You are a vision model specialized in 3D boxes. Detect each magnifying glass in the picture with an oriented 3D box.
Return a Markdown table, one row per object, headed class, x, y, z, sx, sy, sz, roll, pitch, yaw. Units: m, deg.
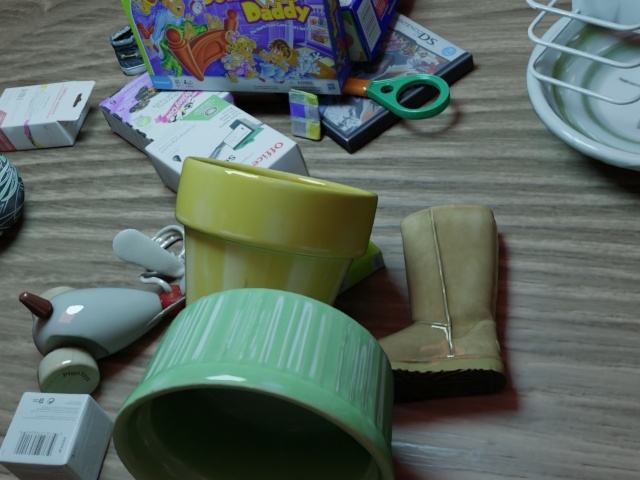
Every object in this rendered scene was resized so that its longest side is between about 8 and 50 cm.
| class | x | y | z | sx | sy | sz | roll | pitch | yaw |
| --- | --- | --- | --- | --- | --- | --- | --- | --- | --- |
| magnifying glass | 0.103 | -0.246 | 1.362 | 0.231 | 0.026 | 0.092 | 15 | 57 | 25 |

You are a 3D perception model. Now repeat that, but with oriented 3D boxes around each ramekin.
| class | x | y | z | sx | sy | sz | roll | pitch | yaw |
| --- | --- | --- | --- | --- | --- | --- | --- | --- | --- |
| ramekin | -0.060 | 0.192 | 0.916 | 0.304 | 0.303 | 0.148 | -1 | 43 | 16 |

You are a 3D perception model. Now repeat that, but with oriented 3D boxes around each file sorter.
| class | x | y | z | sx | sy | sz | roll | pitch | yaw |
| --- | --- | --- | --- | --- | --- | --- | --- | --- | --- |
| file sorter | 0.386 | -0.352 | 1.109 | 0.193 | 0.277 | 0.173 | 29 | 66 | 34 |

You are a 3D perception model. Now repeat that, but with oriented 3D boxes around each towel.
| class | x | y | z | sx | sy | sz | roll | pitch | yaw |
| --- | --- | --- | --- | --- | --- | --- | --- | --- | --- |
| towel | -0.026 | -0.208 | 1.377 | 0.060 | 0.083 | 0.009 | 19 | 39 | 28 |

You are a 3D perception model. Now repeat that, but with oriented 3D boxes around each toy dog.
| class | x | y | z | sx | sy | sz | roll | pitch | yaw |
| --- | --- | --- | --- | --- | --- | --- | --- | --- | --- |
| toy dog | -0.283 | 0.074 | 1.164 | 0.334 | 0.161 | 0.220 | -42 | 52 | -18 |

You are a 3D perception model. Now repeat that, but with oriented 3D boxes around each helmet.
| class | x | y | z | sx | sy | sz | roll | pitch | yaw |
| --- | --- | --- | --- | --- | --- | --- | --- | --- | --- |
| helmet | -0.578 | -0.076 | 1.378 | 0.162 | 0.169 | 0.169 | -15 | 46 | 27 |

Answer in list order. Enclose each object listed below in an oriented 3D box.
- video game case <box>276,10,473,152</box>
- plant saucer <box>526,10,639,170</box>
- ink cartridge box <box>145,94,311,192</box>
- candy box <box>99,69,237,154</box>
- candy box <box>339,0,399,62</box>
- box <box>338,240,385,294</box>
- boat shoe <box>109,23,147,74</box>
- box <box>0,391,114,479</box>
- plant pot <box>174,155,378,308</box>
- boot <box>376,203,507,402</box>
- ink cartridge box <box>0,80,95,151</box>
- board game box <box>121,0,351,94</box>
| class | x | y | z | sx | sy | sz | roll | pitch | yaw |
| --- | --- | --- | --- | --- | --- | --- | --- | --- | --- |
| video game case | 0.083 | -0.294 | 1.444 | 0.275 | 0.035 | 0.248 | -36 | 51 | -14 |
| plant saucer | 0.510 | -0.223 | 1.212 | 0.401 | 0.100 | 0.400 | -8 | 49 | 10 |
| ink cartridge box | -0.149 | -0.123 | 1.333 | 0.160 | 0.092 | 0.219 | -43 | 52 | -19 |
| candy box | -0.268 | -0.230 | 1.472 | 0.165 | 0.070 | 0.196 | -42 | 52 | -20 |
| candy box | -0.031 | -0.432 | 1.501 | 0.317 | 0.122 | 0.268 | -1 | 46 | 28 |
| box | 0.000 | 0.000 | 1.218 | 0.109 | 0.042 | 0.178 | -32 | 51 | -11 |
| boat shoe | -0.316 | -0.393 | 1.614 | 0.184 | 0.083 | 0.065 | -24 | 49 | -4 |
| box | -0.341 | 0.261 | 1.074 | 0.101 | 0.087 | 0.101 | -1 | 50 | 16 |
| plant pot | -0.070 | 0.031 | 1.061 | 0.254 | 0.254 | 0.238 | 14 | 97 | 26 |
| boot | 0.125 | 0.077 | 1.094 | 0.236 | 0.089 | 0.269 | -1 | 50 | 3 |
| ink cartridge box | -0.514 | -0.235 | 1.554 | 0.198 | 0.067 | 0.115 | -2 | 51 | 17 |
| board game box | -0.140 | -0.359 | 1.346 | 0.347 | 0.233 | 0.078 | 5 | 49 | 18 |
